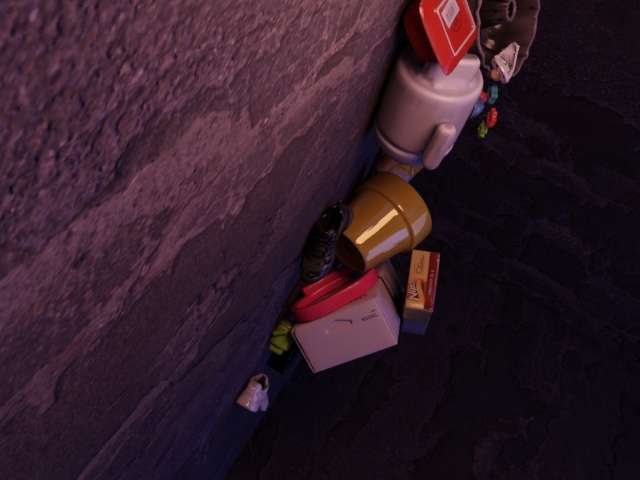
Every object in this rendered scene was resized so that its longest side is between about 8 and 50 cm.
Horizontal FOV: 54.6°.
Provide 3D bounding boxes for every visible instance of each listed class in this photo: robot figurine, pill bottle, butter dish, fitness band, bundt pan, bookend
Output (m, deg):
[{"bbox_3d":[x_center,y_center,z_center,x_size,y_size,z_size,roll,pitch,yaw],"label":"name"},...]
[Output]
[{"bbox_3d":[-0.112,0.292,1.903,0.115,0.067,0.101,-59,164,-5],"label":"robot figurine"},{"bbox_3d":[0.249,-0.237,1.953,0.208,0.117,0.117,-45,180,26],"label":"pill bottle"},{"bbox_3d":[0.215,-0.421,1.207,0.160,0.118,0.159,-54,130,-28],"label":"butter dish"},{"bbox_3d":[0.039,0.153,1.876,0.291,0.054,0.209,-29,-165,-8],"label":"fitness band"},{"bbox_3d":[0.397,-0.546,1.472,0.331,0.124,0.330,-21,118,-46],"label":"bundt pan"},{"bbox_3d":[0.240,-0.310,1.424,0.353,0.200,0.299,108,-19,-54],"label":"robot figurine"},{"bbox_3d":[-0.105,0.367,2.209,0.157,0.072,0.156,-64,171,22],"label":"bookend"}]

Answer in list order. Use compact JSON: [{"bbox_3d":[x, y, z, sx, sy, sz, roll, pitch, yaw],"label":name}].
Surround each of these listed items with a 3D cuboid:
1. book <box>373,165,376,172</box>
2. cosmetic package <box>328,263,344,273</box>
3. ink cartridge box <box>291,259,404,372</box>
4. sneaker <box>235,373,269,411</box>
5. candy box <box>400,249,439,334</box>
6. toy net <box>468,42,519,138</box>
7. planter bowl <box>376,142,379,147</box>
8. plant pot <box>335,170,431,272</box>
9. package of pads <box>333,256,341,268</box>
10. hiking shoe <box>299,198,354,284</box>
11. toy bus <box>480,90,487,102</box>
[{"bbox_3d":[0.194,-0.215,2.117,0.096,0.035,0.144,-56,172,-48],"label":"book"},{"bbox_3d":[0.133,0.068,2.409,0.153,0.129,0.296,-65,171,24],"label":"cosmetic package"},{"bbox_3d":[0.098,0.221,1.975,0.286,0.166,0.395,-23,-168,17],"label":"ink cartridge box"},{"bbox_3d":[-0.199,0.491,2.021,0.115,0.090,0.232,-63,174,-6],"label":"sneaker"},{"bbox_3d":[0.307,0.170,1.940,0.316,0.088,0.182,77,23,-68],"label":"candy box"},{"bbox_3d":[0.374,-0.334,1.375,0.232,0.045,0.122,108,-18,-59],"label":"toy net"},{"bbox_3d":[0.255,-0.344,1.808,0.217,0.090,0.217,-58,173,-12],"label":"planter bowl"},{"bbox_3d":[0.156,-0.039,1.832,0.239,0.254,0.254,-39,164,-23],"label":"plant pot"},{"bbox_3d":[0.050,0.076,2.199,0.032,0.050,0.083,-59,173,-8],"label":"package of pads"},{"bbox_3d":[0.000,0.000,1.556,0.226,0.086,0.114,-65,159,-4],"label":"hiking shoe"},{"bbox_3d":[0.338,-0.405,1.622,0.149,0.212,0.220,-64,163,19],"label":"toy bus"}]
